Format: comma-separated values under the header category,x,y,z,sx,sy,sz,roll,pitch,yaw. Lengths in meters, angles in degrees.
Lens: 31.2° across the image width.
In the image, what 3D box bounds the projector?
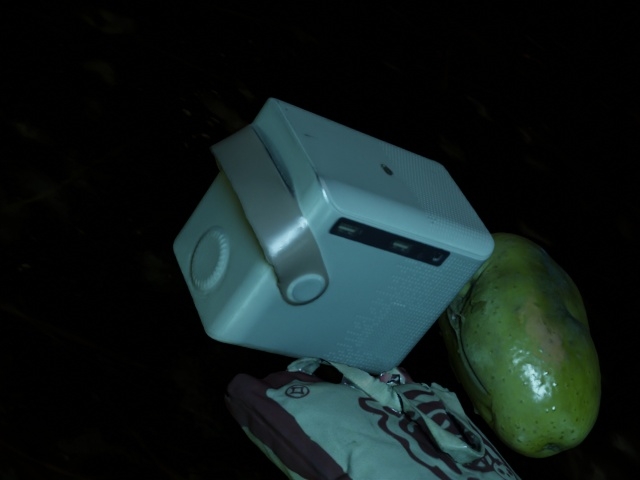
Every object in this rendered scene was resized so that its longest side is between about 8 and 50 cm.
category,x,y,z,sx,sy,sz,roll,pitch,yaw
projector,0.000,0.000,0.998,0.242,0.177,0.163,17,29,-38

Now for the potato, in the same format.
category,x,y,z,sx,sy,sz,roll,pitch,yaw
potato,0.191,0.098,1.127,0.169,0.143,0.248,24,36,-34

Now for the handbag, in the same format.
category,x,y,z,sx,sy,sz,roll,pitch,yaw
handbag,0.065,0.181,0.838,0.213,0.127,0.235,9,24,-47
